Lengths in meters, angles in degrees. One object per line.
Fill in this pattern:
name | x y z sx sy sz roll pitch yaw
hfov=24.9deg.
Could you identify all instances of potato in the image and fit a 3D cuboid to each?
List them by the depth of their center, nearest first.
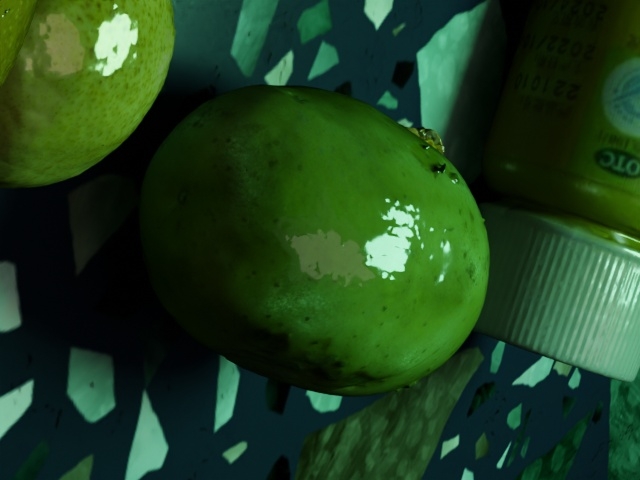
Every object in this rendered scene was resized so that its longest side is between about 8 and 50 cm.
potato | -0.002 0.002 1.033 0.304 0.216 0.216 12 96 -47

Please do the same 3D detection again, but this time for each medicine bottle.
medicine bottle | 0.265 -0.078 1.347 0.224 0.224 0.384 18 92 -56

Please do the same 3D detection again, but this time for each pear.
pear | -0.162 -0.114 0.790 0.178 0.178 0.178 -28 127 -45

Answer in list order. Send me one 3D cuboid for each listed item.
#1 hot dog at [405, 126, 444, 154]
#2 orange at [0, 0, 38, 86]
hot dog | 0.064 -0.018 1.250 0.071 0.045 0.165 0 104 -56
orange | -0.239 -0.137 0.586 0.274 0.274 0.274 -28 127 -45
